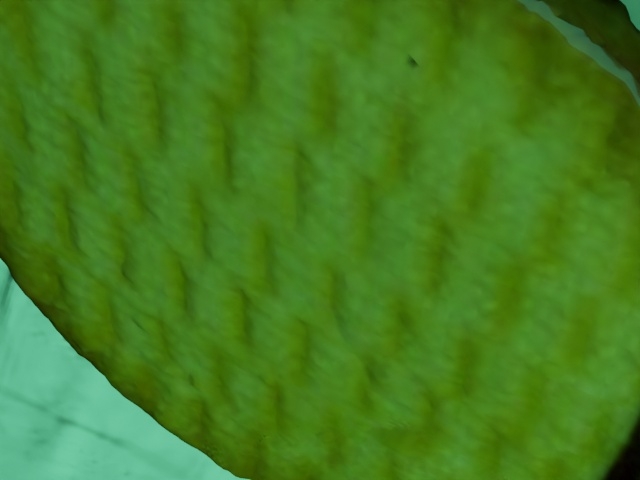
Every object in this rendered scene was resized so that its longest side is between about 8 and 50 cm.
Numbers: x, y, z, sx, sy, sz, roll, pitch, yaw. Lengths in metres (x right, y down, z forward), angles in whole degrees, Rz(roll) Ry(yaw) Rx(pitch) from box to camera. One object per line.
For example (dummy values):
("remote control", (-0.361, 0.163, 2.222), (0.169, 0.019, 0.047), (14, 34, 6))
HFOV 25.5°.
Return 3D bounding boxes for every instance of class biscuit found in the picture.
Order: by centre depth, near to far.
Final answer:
("biscuit", (0.000, 0.000, 0.487), (0.317, 0.040, 0.318), (20, 141, 17))
